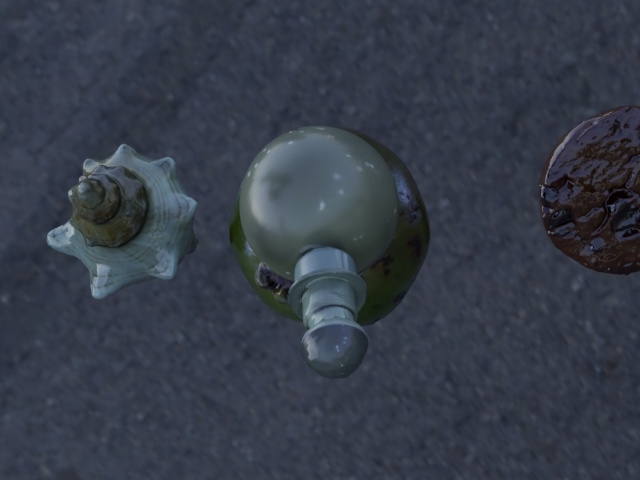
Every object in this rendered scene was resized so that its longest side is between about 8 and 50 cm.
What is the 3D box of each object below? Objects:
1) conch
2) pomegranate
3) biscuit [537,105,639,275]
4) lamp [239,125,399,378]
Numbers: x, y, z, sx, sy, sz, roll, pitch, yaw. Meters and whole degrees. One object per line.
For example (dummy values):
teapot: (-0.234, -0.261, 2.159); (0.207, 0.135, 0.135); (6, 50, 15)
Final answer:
conch: (-0.173, -0.002, 1.544); (0.137, 0.234, 0.114); (-11, 60, -6)
pomegranate: (-0.007, -0.011, 1.524); (0.179, 0.210, 0.179); (-2, 86, 35)
biscuit: (0.316, -0.050, 1.787); (0.192, 0.192, 0.049); (-33, 29, 5)
lamp: (0.003, 0.010, 0.961); (0.091, 0.091, 0.163); (-23, 43, 14)
